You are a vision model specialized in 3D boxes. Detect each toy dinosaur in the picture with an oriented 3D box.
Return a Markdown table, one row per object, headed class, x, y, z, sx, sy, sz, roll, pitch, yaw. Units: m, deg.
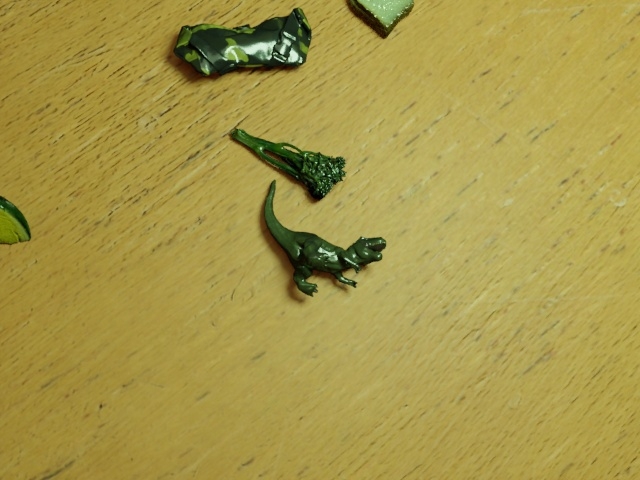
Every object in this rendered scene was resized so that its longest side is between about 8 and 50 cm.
| class | x | y | z | sx | sy | sz | roll | pitch | yaw |
| --- | --- | --- | --- | --- | --- | --- | --- | --- | --- |
| toy dinosaur | 0.000 | 0.000 | 1.222 | 0.187 | 0.087 | 0.179 | 9 | 37 | -19 |

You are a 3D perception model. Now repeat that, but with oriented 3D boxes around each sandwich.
| class | x | y | z | sx | sy | sz | roll | pitch | yaw |
| --- | --- | --- | --- | --- | --- | --- | --- | --- | --- |
| sandwich | 0.104 | -0.413 | 1.328 | 0.105 | 0.036 | 0.093 | 39 | 76 | 6 |

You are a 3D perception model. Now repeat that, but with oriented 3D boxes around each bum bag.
| class | x | y | z | sx | sy | sz | roll | pitch | yaw |
| --- | --- | --- | --- | --- | --- | --- | --- | --- | --- |
| bum bag | -0.125 | -0.324 | 1.269 | 0.232 | 0.060 | 0.107 | -12 | 68 | -11 |

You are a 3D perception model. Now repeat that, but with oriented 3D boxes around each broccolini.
| class | x | y | z | sx | sy | sz | roll | pitch | yaw |
| --- | --- | --- | --- | --- | --- | --- | --- | --- | --- |
| broccolini | -0.056 | -0.133 | 1.228 | 0.201 | 0.058 | 0.074 | 26 | 68 | 0 |

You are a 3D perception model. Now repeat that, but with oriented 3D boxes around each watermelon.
| class | x | y | z | sx | sy | sz | roll | pitch | yaw |
| --- | --- | --- | --- | --- | --- | --- | --- | --- | --- |
| watermelon | -0.533 | -0.036 | 1.146 | 0.181 | 0.075 | 0.092 | -5 | 80 | -9 |
